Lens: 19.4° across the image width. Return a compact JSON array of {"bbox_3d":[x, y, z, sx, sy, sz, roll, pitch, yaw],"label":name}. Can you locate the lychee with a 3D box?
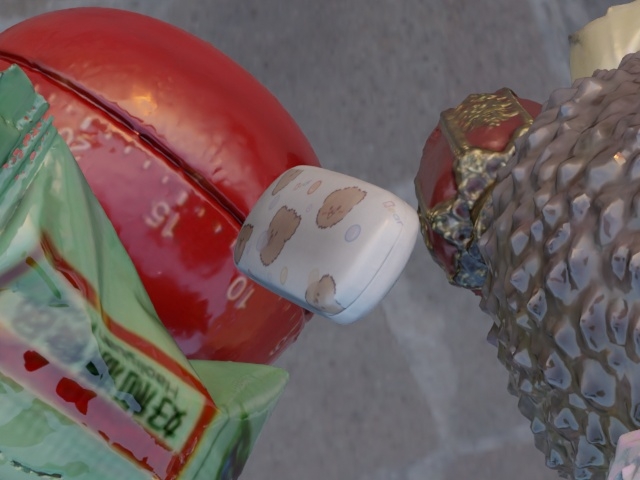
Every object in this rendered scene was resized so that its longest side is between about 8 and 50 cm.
[{"bbox_3d":[0.297,0.040,1.193,0.380,0.380,0.432,-14,112,6],"label":"lychee"}]

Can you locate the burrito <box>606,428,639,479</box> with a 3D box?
[{"bbox_3d":[0.190,0.151,0.883,0.064,0.203,0.064,-7,120,-12],"label":"burrito"}]

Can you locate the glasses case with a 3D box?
[{"bbox_3d":[0.000,0.000,0.874,0.041,0.164,0.063,33,86,-19],"label":"glasses case"}]

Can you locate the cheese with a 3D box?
[{"bbox_3d":[0.339,-0.124,1.834,0.127,0.266,0.233,-16,86,25],"label":"cheese"}]

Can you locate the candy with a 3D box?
[{"bbox_3d":[-0.181,0.098,1.313,0.172,0.263,0.398,2,144,42],"label":"candy"}]

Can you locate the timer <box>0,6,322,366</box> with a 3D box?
[{"bbox_3d":[-0.166,-0.033,1.654,0.378,0.378,0.279,42,75,-21],"label":"timer"}]

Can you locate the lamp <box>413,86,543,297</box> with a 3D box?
[{"bbox_3d":[0.168,-0.037,1.627,0.177,0.274,0.177,0,105,0],"label":"lamp"}]
